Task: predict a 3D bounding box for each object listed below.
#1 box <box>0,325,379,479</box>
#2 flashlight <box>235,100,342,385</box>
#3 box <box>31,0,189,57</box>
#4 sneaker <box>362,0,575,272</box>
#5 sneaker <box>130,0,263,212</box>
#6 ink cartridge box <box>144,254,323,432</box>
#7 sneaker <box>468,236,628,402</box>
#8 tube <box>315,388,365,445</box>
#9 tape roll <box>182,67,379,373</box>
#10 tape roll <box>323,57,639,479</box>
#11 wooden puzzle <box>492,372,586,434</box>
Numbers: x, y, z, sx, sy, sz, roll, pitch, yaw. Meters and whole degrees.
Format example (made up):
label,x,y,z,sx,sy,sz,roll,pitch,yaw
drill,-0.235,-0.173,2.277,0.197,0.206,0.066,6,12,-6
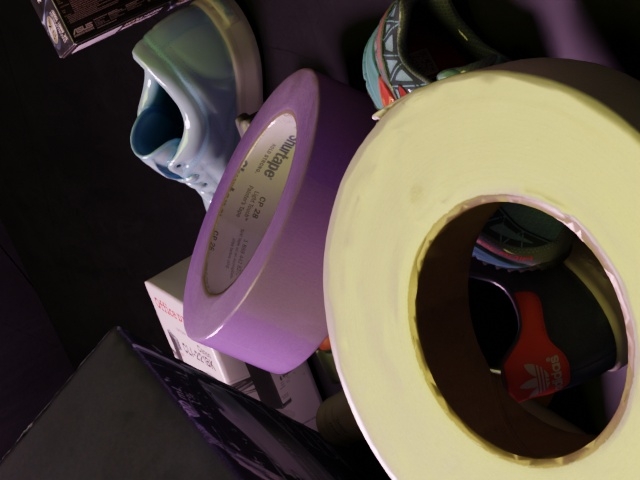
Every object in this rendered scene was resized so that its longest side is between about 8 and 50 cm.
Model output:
label,x,y,z,sx,sy,sz,roll,pitch,yaw
box,-0.058,0.403,2.097,0.472,0.297,0.480,31,-170,-48
flashlight,0.000,0.000,1.990,0.304,0.103,0.103,66,164,-14
box,-0.224,-0.299,2.039,0.147,0.180,0.077,63,160,-3
sneaker,0.119,-0.092,1.547,0.262,0.104,0.125,56,158,18
sneaker,-0.143,-0.112,2.135,0.135,0.150,0.366,47,156,40
ink cartridge box,-0.099,0.161,2.448,0.197,0.114,0.273,24,137,62
sneaker,0.114,0.025,1.646,0.350,0.148,0.131,37,149,52
tube,0.057,0.186,2.166,0.240,0.070,0.062,146,137,-67
tape roll,-0.029,-0.019,1.786,0.090,0.274,0.275,24,171,-18
tape roll,0.163,0.058,1.426,0.392,0.072,0.392,15,112,41
wooden puzzle,0.118,0.105,1.781,0.221,0.044,0.239,32,179,-29
